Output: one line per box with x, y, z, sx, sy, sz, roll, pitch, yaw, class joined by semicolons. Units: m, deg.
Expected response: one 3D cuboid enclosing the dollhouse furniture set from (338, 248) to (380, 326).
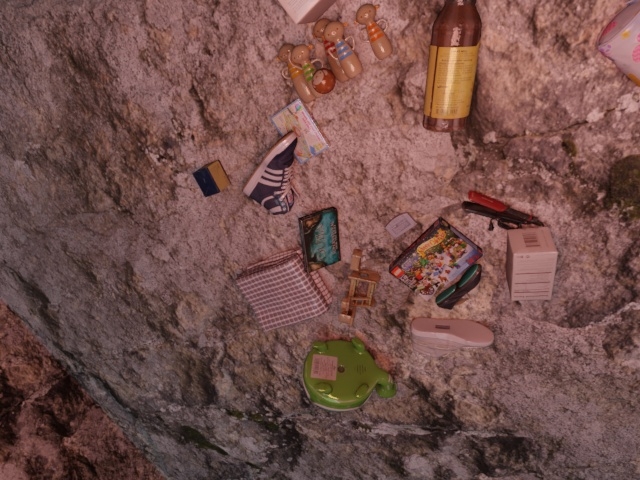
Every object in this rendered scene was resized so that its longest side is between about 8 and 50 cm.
0.129;0.151;1.266;0.101;0.161;0.182;12;123;9;dollhouse furniture set

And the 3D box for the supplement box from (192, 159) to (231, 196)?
-0.332;-0.191;1.245;0.056;0.083;0.083;-14;115;23;supplement box

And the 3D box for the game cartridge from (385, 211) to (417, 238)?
0.237;-0.048;1.206;0.083;0.017;0.056;-36;108;30;game cartridge

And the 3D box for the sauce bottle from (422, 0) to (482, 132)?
0.301;-0.424;0.912;0.111;0.111;0.344;7;122;12;sauce bottle

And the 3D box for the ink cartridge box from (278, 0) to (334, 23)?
-0.044;-0.620;0.863;0.171;0.168;0.233;-32;107;28;ink cartridge box

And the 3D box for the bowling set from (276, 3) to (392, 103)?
0.017;-0.436;0.943;0.287;0.200;0.154;-24;109;22;bowling set

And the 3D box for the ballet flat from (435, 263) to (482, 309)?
0.435;0.148;1.231;0.074;0.074;0.203;32;129;-4;ballet flat

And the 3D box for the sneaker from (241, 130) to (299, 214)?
-0.105;-0.179;1.163;0.153;0.099;0.282;42;137;-7;sneaker

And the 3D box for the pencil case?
0.706;-0.370;0.826;0.273;0.113;0.124;33;114;-5;pencil case

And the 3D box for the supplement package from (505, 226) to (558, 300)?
0.569;0.066;1.106;0.105;0.105;0.179;-5;130;17;supplement package

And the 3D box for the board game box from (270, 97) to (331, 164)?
-0.055;-0.304;1.134;0.103;0.026;0.154;-25;110;27;board game box

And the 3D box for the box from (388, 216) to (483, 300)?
0.340;0.061;1.222;0.159;0.044;0.233;36;122;-7;box

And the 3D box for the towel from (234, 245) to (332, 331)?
-0.132;0.172;1.378;0.283;0.121;0.235;-22;110;26;towel

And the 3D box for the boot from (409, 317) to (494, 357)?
0.428;0.330;1.336;0.258;0.095;0.123;6;127;23;boot

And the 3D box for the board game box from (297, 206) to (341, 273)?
0.000;0.000;1.249;0.126;0.026;0.186;-21;122;-24;board game box

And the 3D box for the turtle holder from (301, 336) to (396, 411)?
0.092;0.486;1.457;0.320;0.243;0.227;-15;140;-20;turtle holder

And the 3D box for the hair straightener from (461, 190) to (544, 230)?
0.497;-0.063;1.115;0.230;0.047;0.089;17;140;0;hair straightener
